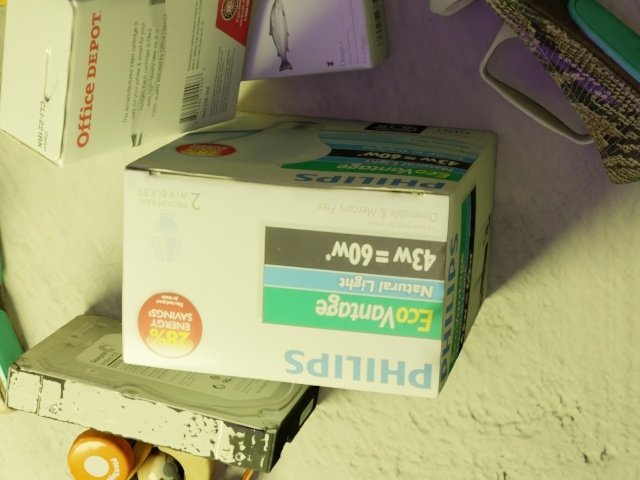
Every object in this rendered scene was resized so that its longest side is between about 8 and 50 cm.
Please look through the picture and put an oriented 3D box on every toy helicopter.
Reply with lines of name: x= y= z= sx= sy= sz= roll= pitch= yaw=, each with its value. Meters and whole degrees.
toy helicopter: x=-0.213 y=0.371 z=1.965 sx=0.235 sy=0.140 sz=0.355 roll=10 pitch=117 yaw=2

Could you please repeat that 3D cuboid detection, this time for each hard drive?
hard drive: x=-0.188 y=0.181 z=1.834 sx=0.339 sy=0.237 sz=0.064 roll=12 pitch=106 yaw=12

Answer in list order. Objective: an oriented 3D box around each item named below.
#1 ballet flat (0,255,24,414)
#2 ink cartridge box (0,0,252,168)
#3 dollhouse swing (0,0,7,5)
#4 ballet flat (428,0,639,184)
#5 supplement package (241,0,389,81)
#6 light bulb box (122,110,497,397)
ballet flat: x=-0.472 y=0.086 z=1.954 sx=0.106 sy=0.107 sz=0.316 roll=-7 pitch=100 yaw=23
ink cartridge box: x=-0.212 y=-0.214 z=1.631 sx=0.114 sy=0.273 sz=0.197 roll=29 pitch=122 yaw=31
dollhouse swing: x=-0.373 y=-0.238 z=1.716 sx=0.315 sy=0.347 sz=0.305 roll=-10 pitch=100 yaw=16
ballet flat: x=0.234 y=-0.256 z=1.674 sx=0.182 sy=0.164 sz=0.483 roll=-37 pitch=95 yaw=35
supplement package: x=-0.019 y=-0.252 z=1.753 sx=0.179 sy=0.105 sz=0.105 roll=-4 pitch=104 yaw=15
light bulb box: x=0.000 y=0.000 z=1.676 sx=0.358 sy=0.361 sz=0.225 roll=5 pitch=105 yaw=12
